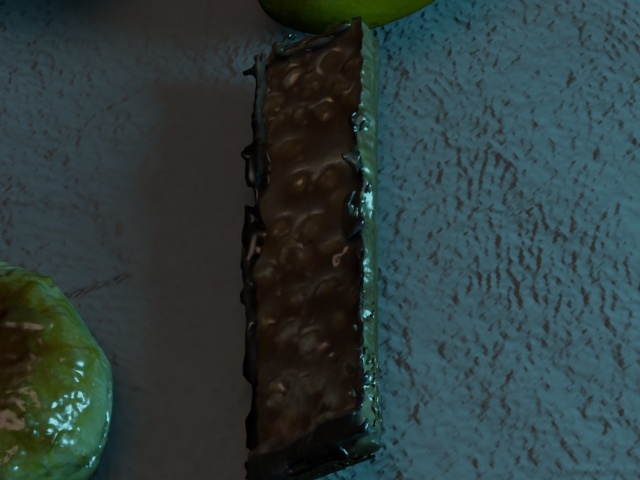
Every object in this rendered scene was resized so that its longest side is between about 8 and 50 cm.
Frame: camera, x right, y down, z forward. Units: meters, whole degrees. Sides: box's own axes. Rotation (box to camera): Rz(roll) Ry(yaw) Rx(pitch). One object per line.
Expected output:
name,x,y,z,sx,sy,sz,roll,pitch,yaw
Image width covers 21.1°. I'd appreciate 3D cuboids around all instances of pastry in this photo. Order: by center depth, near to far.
pastry,-0.224,0.097,1.033,0.192,0.093,0.182,-34,54,-12

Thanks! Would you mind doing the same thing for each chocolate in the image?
chocolate,0.001,0.004,1.069,0.102,0.065,0.329,-25,49,32

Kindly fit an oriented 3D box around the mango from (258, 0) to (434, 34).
mango,0.050,-0.227,1.184,0.151,0.120,0.221,20,64,32
